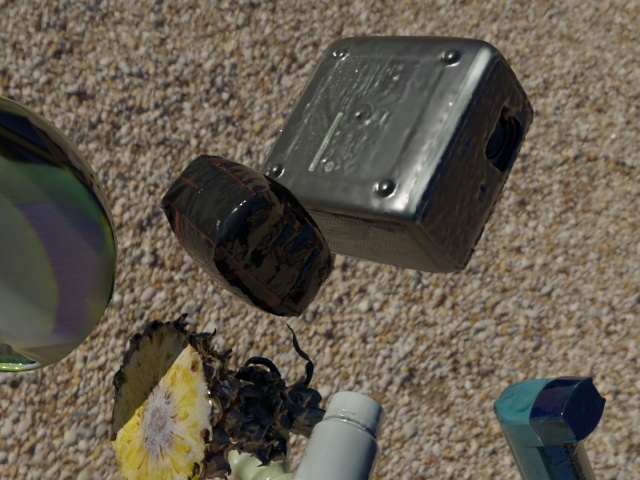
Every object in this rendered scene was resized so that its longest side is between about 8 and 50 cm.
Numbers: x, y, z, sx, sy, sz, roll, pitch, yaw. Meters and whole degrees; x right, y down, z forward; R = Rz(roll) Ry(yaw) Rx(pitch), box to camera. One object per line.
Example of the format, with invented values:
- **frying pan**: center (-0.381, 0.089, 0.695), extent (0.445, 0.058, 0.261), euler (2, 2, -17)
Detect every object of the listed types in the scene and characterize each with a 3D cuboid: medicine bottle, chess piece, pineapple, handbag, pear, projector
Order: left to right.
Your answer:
- **pear**: center (-0.430, -0.036, 1.151), extent (0.398, 0.399, 0.165), euler (24, 29, -6)
- **pineapple**: center (-0.121, 0.240, 1.262), extent (0.271, 0.262, 0.263), euler (11, 53, -43)
- **handbag**: center (-0.097, -0.008, 1.211), extent (0.169, 0.215, 0.155), euler (29, 77, 44)
- **chess piece**: center (-0.083, 0.462, 1.695), extent (0.133, 0.133, 0.243), euler (-11, 45, -27)
- **medicine bottle**: center (0.023, 0.238, 0.995), extent (0.080, 0.080, 0.130), euler (28, 54, -4)
- **projector**: center (0.126, -0.172, 1.687), extent (0.242, 0.405, 0.395), euler (42, 68, -45)
- **medicine bottle**: center (0.287, 0.266, 1.063), extent (0.079, 0.124, 0.258), euler (-43, 121, -35)

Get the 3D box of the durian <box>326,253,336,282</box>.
- **durian**: center (0.012, -0.003, 2.129), extent (0.140, 0.078, 0.224), euler (27, 39, -44)
